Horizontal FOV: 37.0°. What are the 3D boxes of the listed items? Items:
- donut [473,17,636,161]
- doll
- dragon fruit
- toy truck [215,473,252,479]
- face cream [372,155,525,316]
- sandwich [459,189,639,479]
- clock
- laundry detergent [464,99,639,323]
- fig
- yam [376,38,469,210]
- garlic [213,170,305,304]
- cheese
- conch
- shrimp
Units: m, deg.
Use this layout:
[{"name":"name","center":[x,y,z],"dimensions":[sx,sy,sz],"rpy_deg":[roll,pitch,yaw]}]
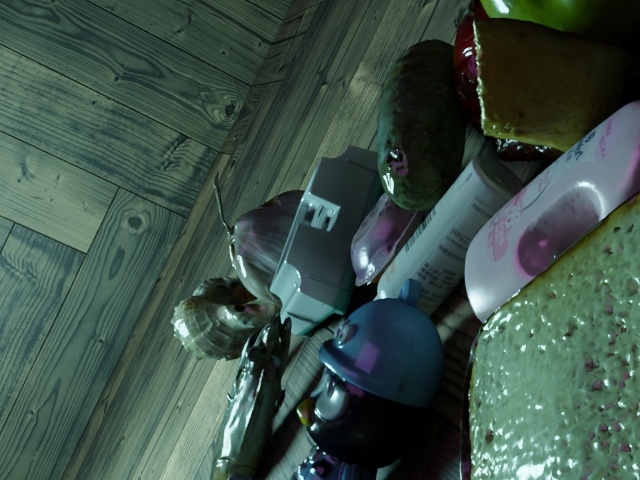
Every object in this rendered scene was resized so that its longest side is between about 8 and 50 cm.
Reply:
[{"name":"donut","center":[0.241,-0.141,0.993],"dimensions":[0.295,0.151,0.112],"rpy_deg":[4,-85,-75]},{"name":"doll","center":[0.047,0.189,1.084],"dimensions":[0.177,0.141,0.314],"rpy_deg":[-140,73,-78]},{"name":"dragon fruit","center":[0.222,-0.215,1.186],"dimensions":[0.161,0.127,0.120],"rpy_deg":[-64,8,0]},{"name":"toy truck","center":[-0.073,0.398,1.084],"dimensions":[0.176,0.178,0.363],"rpy_deg":[-64,14,2]},{"name":"face cream","center":[0.138,0.022,1.149],"dimensions":[0.269,0.082,0.082],"rpy_deg":[-54,19,29]},{"name":"sandwich","center":[0.207,0.149,0.729],"dimensions":[0.271,0.099,0.301],"rpy_deg":[127,158,-48]},{"name":"clock","center":[0.000,0.000,1.505],"dimensions":[0.231,0.116,0.262],"rpy_deg":[134,157,-68]},{"name":"laundry detergent","center":[0.260,-0.044,0.863],"dimensions":[0.335,0.088,0.159],"rpy_deg":[-47,23,44]},{"name":"fig","center":[0.287,-0.316,1.053],"dimensions":[0.233,0.233,0.314],"rpy_deg":[-58,-10,19]},{"name":"yam","center":[0.137,-0.147,1.261],"dimensions":[0.133,0.133,0.330],"rpy_deg":[-53,13,32]},{"name":"garlic","center":[-0.094,-0.009,1.727],"dimensions":[0.257,0.207,0.207],"rpy_deg":[42,112,27]},{"name":"cheese","center":[0.107,-0.033,1.343],"dimensions":[0.189,0.074,0.286],"rpy_deg":[-51,8,30]},{"name":"conch","center":[-0.168,0.137,1.811],"dimensions":[0.245,0.163,0.178],"rpy_deg":[-16,60,29]},{"name":"shrimp","center":[-0.119,0.258,1.549],"dimensions":[0.247,0.085,0.360],"rpy_deg":[-99,26,-62]}]
